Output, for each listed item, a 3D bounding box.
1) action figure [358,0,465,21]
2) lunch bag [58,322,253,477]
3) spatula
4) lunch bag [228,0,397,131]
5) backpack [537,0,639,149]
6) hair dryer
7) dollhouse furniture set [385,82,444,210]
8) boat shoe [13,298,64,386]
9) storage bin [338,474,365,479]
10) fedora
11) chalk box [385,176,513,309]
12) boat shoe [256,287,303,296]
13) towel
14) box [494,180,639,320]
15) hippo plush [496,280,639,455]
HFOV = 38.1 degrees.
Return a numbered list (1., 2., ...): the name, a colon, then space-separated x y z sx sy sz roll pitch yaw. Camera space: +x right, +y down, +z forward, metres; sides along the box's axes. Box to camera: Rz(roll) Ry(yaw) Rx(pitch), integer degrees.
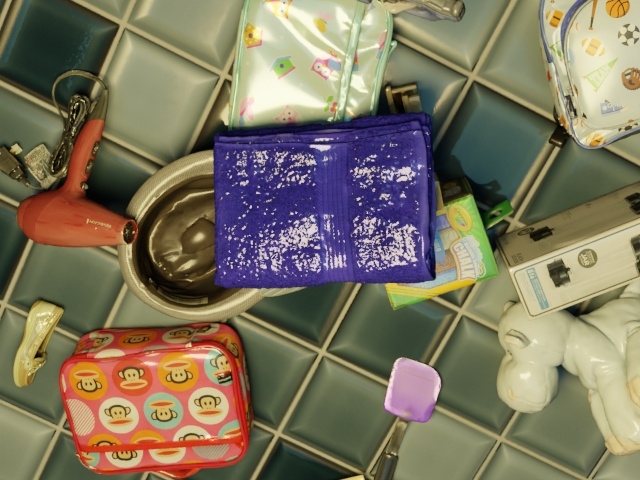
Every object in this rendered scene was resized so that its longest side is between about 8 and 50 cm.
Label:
1. action figure: 0.038 -0.405 1.171 0.341 0.330 0.179 19 105 -3
2. lunch bag: -0.257 0.271 1.499 0.293 0.120 0.258 -6 110 6
3. spatula: 0.124 0.339 1.538 0.084 0.030 0.296 17 107 4
4. lunch bag: -0.011 -0.244 1.336 0.224 0.108 0.279 10 106 0
5. backpack: 0.416 -0.278 1.264 0.276 0.213 0.263 -20 94 11
6. hair dryer: -0.363 -0.096 1.349 0.223 0.080 0.293 -44 69 15
7. dollhouse furniture set: 0.105 -0.132 1.324 0.101 0.182 0.161 -12 106 6
8. boat shoe: -0.459 0.172 1.507 0.048 0.056 0.153 19 99 2
9. storage bin: -0.006 0.557 1.547 0.260 0.123 0.262 -18 105 16
10. fedora: -0.169 -0.011 1.401 0.275 0.124 0.244 -44 101 6
11. chalk box: 0.186 -0.006 1.383 0.213 0.132 0.132 -18 104 9
12. boat shoe: 0.000 0.000 1.322 0.226 0.083 0.076 -29 61 11
13. towel: 0.000 -0.052 1.238 0.308 0.076 0.228 -3 83 15
14. box: 0.414 0.002 1.356 0.290 0.169 0.087 -23 104 8
15. hippo plush: 0.384 0.175 1.373 0.236 0.234 0.294 6 107 0
